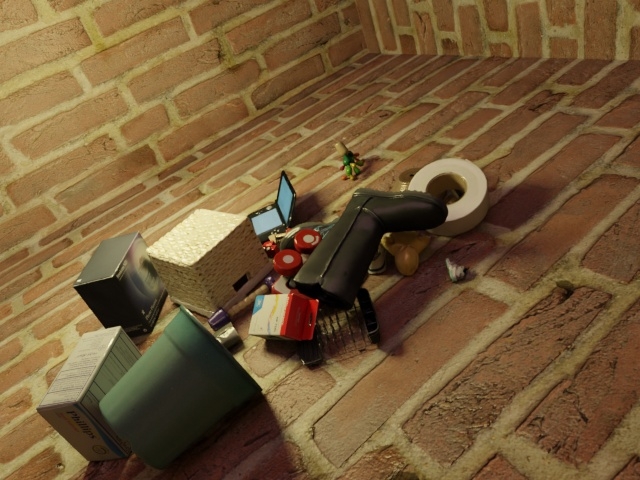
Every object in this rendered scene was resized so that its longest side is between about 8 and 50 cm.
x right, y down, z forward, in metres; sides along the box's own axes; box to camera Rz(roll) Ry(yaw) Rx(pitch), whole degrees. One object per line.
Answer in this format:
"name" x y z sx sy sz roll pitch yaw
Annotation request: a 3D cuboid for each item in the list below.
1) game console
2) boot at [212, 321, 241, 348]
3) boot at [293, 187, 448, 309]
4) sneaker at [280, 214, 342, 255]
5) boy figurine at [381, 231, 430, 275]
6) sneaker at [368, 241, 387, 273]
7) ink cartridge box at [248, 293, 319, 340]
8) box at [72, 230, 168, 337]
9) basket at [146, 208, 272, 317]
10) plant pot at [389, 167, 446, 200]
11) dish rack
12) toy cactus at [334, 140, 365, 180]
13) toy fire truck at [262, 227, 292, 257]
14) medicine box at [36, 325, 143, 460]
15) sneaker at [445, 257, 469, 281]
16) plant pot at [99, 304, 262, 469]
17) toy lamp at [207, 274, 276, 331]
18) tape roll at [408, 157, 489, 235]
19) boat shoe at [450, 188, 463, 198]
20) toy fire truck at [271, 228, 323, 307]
"game console" -0.223 -0.148 2.236 0.250 0.174 0.293 -23 32 -3
"boot" -0.357 0.372 1.663 0.208 0.076 0.190 -22 34 -13
"boot" 0.166 0.027 1.618 0.366 0.146 0.445 7 47 36
"sneaker" 0.000 0.000 1.932 0.340 0.125 0.140 -19 38 12
"boy figurine" 0.304 0.009 1.774 0.177 0.092 0.285 -4 36 2
"sneaker" 0.192 0.019 1.824 0.090 0.095 0.235 -18 31 8
"ink cartridge box" -0.118 0.243 1.597 0.231 0.078 0.134 -10 62 44
"box" -0.757 0.174 1.966 0.182 0.294 0.296 -15 34 11
"basket" -0.425 0.079 1.941 0.331 0.267 0.328 12 45 39
"plant pot" 0.383 -0.220 2.045 0.237 0.110 0.237 -16 33 11
"dish rack" 0.045 0.272 1.559 0.271 0.074 0.208 -20 32 4
"toy cactus" 0.125 -0.388 2.390 0.112 0.181 0.219 -25 21 35
"toy fire truck" -0.200 0.011 2.100 0.191 0.047 0.135 -1 41 28
"medicine box" -0.649 0.458 1.516 0.149 0.264 0.289 -12 33 16
"sneaker" 0.446 0.090 1.627 0.069 0.038 0.098 -14 43 9
"plant pot" -0.395 0.417 1.400 0.334 0.341 0.341 -44 38 -18
"toy lamp" -0.278 0.230 1.810 0.274 0.080 0.080 -32 34 -21
"tape roll" 0.467 -0.161 1.835 0.285 0.100 0.286 -12 54 17
"boat shoe" 0.538 -0.246 2.012 0.079 0.095 0.255 -25 22 16
"toy fire truck" -0.015 0.118 1.757 0.253 0.170 0.302 24 48 22
